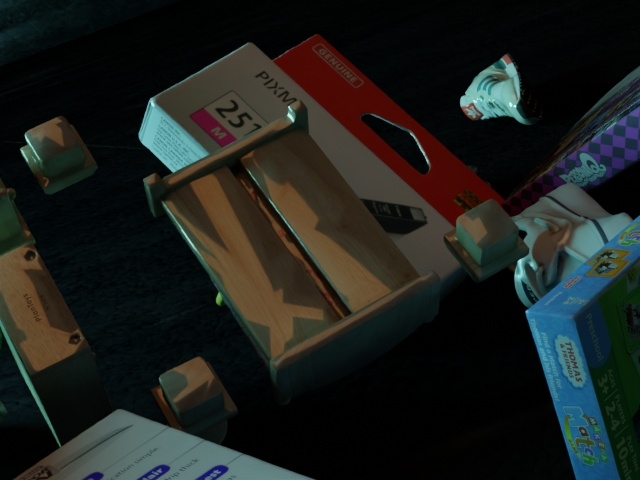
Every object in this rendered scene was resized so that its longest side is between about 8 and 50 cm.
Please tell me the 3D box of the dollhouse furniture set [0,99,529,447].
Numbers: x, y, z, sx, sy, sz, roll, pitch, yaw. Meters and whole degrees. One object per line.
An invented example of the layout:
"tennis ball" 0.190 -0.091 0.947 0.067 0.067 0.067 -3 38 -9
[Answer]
"dollhouse furniture set" -0.074 0.014 1.182 0.355 0.174 0.303 -27 60 -14

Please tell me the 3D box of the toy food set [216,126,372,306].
"toy food set" 0.000 0.000 1.360 0.218 0.071 0.128 -46 -6 -34

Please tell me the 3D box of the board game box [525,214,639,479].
"board game box" 0.216 0.060 0.906 0.039 0.160 0.211 4 31 46

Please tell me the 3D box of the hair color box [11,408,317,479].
"hair color box" -0.084 0.214 0.867 0.185 0.110 0.339 -34 26 -30

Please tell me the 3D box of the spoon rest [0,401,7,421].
"spoon rest" -0.397 0.172 1.291 0.276 0.084 0.137 -12 -11 16

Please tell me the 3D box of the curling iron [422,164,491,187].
"curling iron" 0.034 -0.033 1.485 0.274 0.035 0.068 -9 23 27

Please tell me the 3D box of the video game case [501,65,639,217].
"video game case" 0.276 -0.116 1.277 0.210 0.042 0.232 -43 1 -30

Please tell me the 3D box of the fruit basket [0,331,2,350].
"fruit basket" -0.415 0.216 1.044 0.283 0.392 0.392 26 28 0

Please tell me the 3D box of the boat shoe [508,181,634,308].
"boat shoe" 0.187 0.021 1.129 0.088 0.096 0.267 -24 19 0

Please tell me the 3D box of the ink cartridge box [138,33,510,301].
"ink cartridge box" 0.025 -0.064 1.291 0.239 0.275 0.060 -37 -17 -37

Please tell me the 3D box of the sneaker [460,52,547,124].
"sneaker" 0.191 -0.146 1.624 0.075 0.057 0.161 -33 19 12
